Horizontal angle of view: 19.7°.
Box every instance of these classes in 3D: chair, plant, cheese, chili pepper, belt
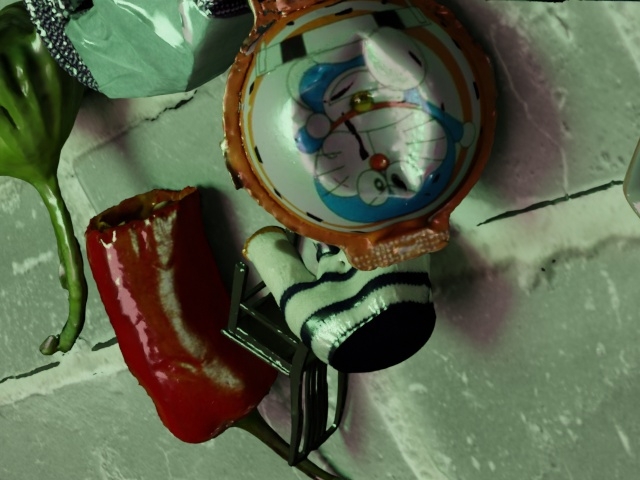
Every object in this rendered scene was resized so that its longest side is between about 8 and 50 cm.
[{"bbox_3d":[-0.029,0.102,1.679,0.101,0.084,0.212,36,140,23],"label":"chair"},{"bbox_3d":[-0.256,-0.086,1.760,0.333,0.180,0.251,52,142,-11],"label":"plant"},{"bbox_3d":[0.016,-0.139,1.383,0.129,0.217,0.329,-78,-27,-79],"label":"cheese"},{"bbox_3d":[-0.115,0.120,1.753,0.134,0.131,0.338,1,119,60],"label":"chili pepper"},{"bbox_3d":[-0.148,-0.253,1.522,0.260,0.122,0.325,59,143,7],"label":"belt"}]

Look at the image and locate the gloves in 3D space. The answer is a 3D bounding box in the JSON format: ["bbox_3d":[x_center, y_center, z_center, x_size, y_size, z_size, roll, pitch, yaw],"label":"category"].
[{"bbox_3d":[0.015,-0.003,1.533,0.140,0.131,0.218,107,153,-49],"label":"gloves"}]

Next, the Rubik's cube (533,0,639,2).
[{"bbox_3d":[0.161,-0.187,1.138,0.234,0.250,0.284,29,131,22],"label":"Rubik's cube"}]

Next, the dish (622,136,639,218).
[{"bbox_3d":[0.279,-0.038,1.168,0.154,0.064,0.234,51,166,18],"label":"dish"}]
